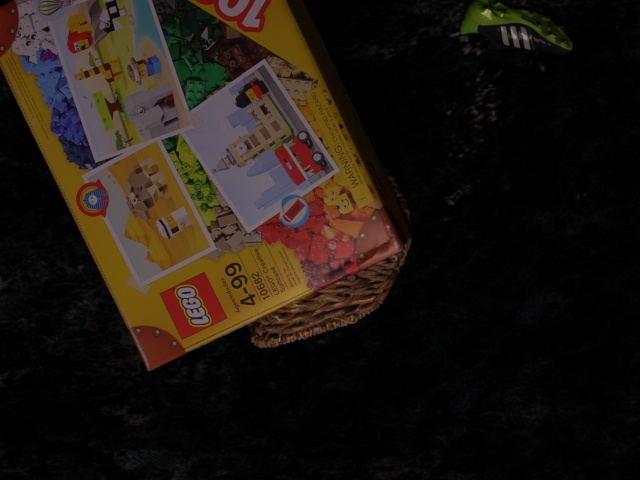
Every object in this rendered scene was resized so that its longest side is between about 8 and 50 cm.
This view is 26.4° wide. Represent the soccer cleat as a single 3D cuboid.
[{"bbox_3d":[0.292,-0.311,2.037,0.179,0.060,0.072,17,136,-20],"label":"soccer cleat"}]

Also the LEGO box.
[{"bbox_3d":[-0.154,-0.143,1.789,0.372,0.193,0.500,-26,91,9],"label":"LEGO box"}]

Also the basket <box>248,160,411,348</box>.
[{"bbox_3d":[0.000,0.000,2.080,0.213,0.299,0.223,7,128,-23],"label":"basket"}]
